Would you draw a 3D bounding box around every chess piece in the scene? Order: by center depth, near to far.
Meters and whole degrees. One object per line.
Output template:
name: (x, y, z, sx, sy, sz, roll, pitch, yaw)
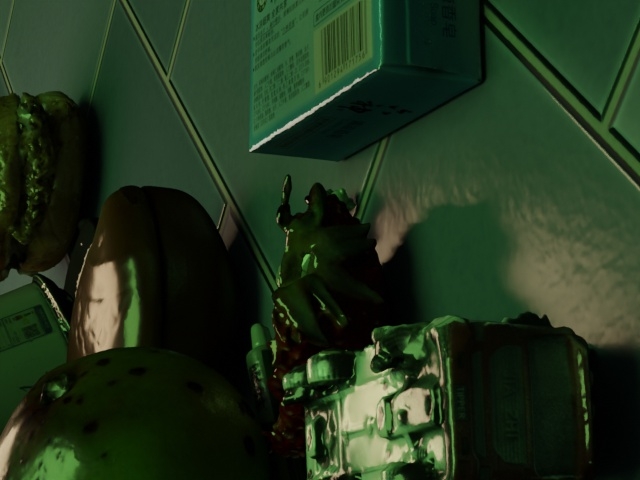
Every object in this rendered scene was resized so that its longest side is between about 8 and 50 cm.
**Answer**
chess piece: (0.000, 0.000, 1.229, 0.093, 0.042, 0.042, -65, 30, 26)

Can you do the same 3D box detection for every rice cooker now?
rice cooker: (-0.302, 0.168, 1.631, 0.280, 0.227, 0.241, 47, 154, 50)

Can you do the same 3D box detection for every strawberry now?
strawberry: (0.009, 0.064, 1.163, 0.208, 0.087, 0.167, 88, -171, -60)

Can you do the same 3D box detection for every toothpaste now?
toothpaste: (-0.031, 0.158, 1.274, 0.049, 0.031, 0.204, 124, 141, -51)

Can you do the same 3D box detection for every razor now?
razor: (-0.248, 0.049, 1.755, 0.090, 0.054, 0.148, 43, 125, 56)

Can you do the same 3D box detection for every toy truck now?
toy truck: (0.065, 0.115, 0.954, 0.270, 0.135, 0.114, 149, 121, -66)

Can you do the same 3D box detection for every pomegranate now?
pomegranate: (-0.149, 0.226, 1.248, 0.231, 0.231, 0.286, -159, 60, -65)

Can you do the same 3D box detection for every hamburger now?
hamburger: (-0.390, -0.067, 1.906, 0.245, 0.211, 0.260, -114, 33, -42)

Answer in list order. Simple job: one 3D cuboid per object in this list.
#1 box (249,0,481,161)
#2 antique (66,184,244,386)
box: (0.026, -0.153, 1.149, 0.232, 0.083, 0.142, 153, 119, -64)
antique: (-0.155, 0.092, 1.442, 0.223, 0.129, 0.278, -151, 68, -64)
